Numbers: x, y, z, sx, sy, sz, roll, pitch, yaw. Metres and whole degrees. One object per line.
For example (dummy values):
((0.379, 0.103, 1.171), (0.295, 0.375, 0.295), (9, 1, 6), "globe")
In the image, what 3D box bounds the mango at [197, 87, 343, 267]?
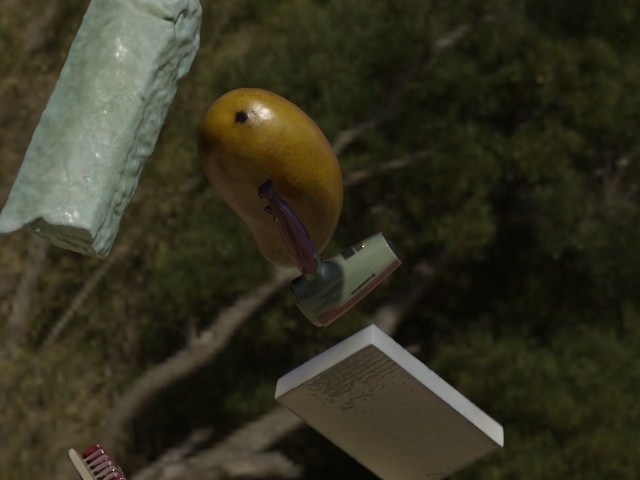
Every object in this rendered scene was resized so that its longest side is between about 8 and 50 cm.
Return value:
((-0.045, -0.059, 1.709), (0.136, 0.099, 0.227), (2, -42, 22), "mango")

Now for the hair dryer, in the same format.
((-0.007, 0.002, 1.611), (0.106, 0.054, 0.154), (-39, -60, 10), "hair dryer")

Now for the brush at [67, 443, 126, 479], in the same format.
((-0.210, 0.355, 2.020), (0.050, 0.321, 0.060), (-28, -43, -14), "brush")

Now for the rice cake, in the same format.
((-0.138, -0.081, 1.114), (0.069, 0.206, 0.063), (13, -19, 15), "rice cake")

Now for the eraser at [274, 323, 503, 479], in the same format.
((0.052, 0.132, 1.308), (0.104, 0.023, 0.150), (-33, -59, 31), "eraser")
